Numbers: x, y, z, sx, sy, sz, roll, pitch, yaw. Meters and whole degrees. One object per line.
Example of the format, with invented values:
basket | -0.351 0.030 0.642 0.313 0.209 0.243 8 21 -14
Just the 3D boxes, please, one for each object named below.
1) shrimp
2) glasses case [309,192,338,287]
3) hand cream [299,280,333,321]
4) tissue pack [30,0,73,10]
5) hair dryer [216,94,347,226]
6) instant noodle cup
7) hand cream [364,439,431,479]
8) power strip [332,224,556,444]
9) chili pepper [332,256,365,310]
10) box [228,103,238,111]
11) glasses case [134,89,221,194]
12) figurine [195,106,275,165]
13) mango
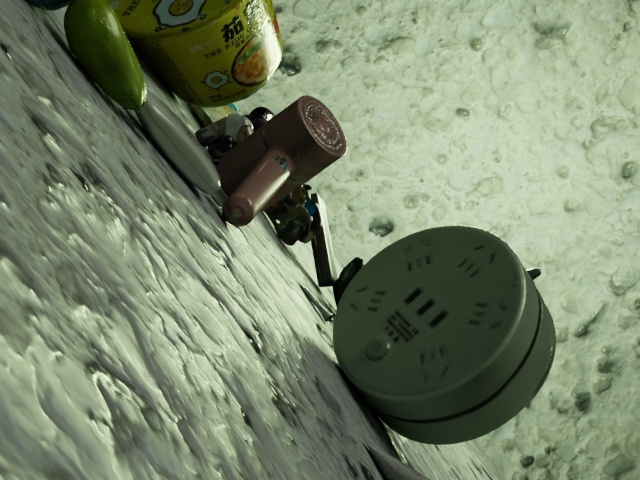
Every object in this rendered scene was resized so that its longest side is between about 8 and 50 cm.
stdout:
shrimp | -0.137 -0.166 2.558 0.446 0.110 0.221 52 8 27
glasses case | 0.000 0.001 2.562 0.072 0.042 0.190 69 11 -76
hand cream | -0.009 0.113 2.251 0.093 0.019 0.030 48 3 21
tissue pack | -0.361 -0.462 1.609 0.287 0.206 0.198 52 5 -8
hair dryer | -0.104 -0.099 2.041 0.125 0.210 0.352 52 29 -9
instant noodle cup | -0.225 -0.429 2.400 0.325 0.325 0.254 57 -5 39
hand cream | 0.113 0.326 1.660 0.142 0.053 0.084 34 -14 52
power strip | 0.206 0.141 2.002 0.161 0.357 0.357 54 3 -43
chili pepper | 0.095 0.151 2.529 0.264 0.116 0.148 59 41 -35
box | -0.276 -0.366 2.790 0.139 0.073 0.194 49 6 -48
glasses case | -0.207 -0.141 1.789 0.193 0.049 0.074 53 3 -36
figurine | -0.142 -0.191 2.363 0.145 0.145 0.222 55 11 11
mango | -0.283 -0.243 1.628 0.091 0.074 0.165 -138 -156 -79
